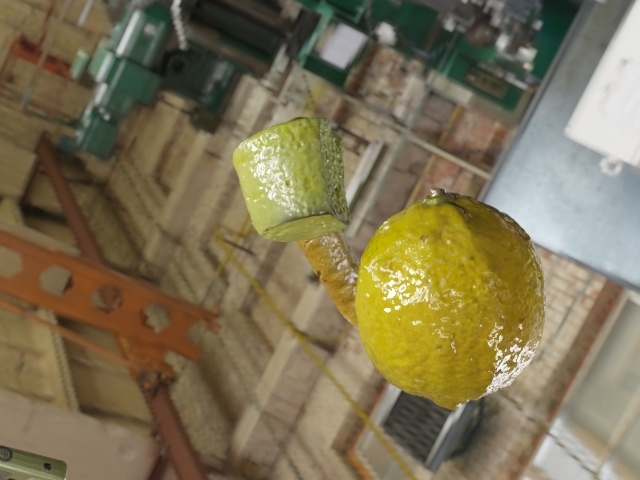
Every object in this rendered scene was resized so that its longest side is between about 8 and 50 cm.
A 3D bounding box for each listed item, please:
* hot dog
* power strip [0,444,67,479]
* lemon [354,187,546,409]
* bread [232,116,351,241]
[{"bbox_3d":[0.003,-0.001,1.555,0.286,0.061,0.088,60,172,-22],"label":"hot dog"},{"bbox_3d":[-0.335,0.233,1.256,0.169,0.076,0.028,23,-128,-32],"label":"power strip"},{"bbox_3d":[0.128,0.057,1.220,0.192,0.231,0.192,-4,-164,1],"label":"lemon"},{"bbox_3d":[-0.028,-0.062,1.255,0.111,0.114,0.129,-18,167,17],"label":"bread"}]
